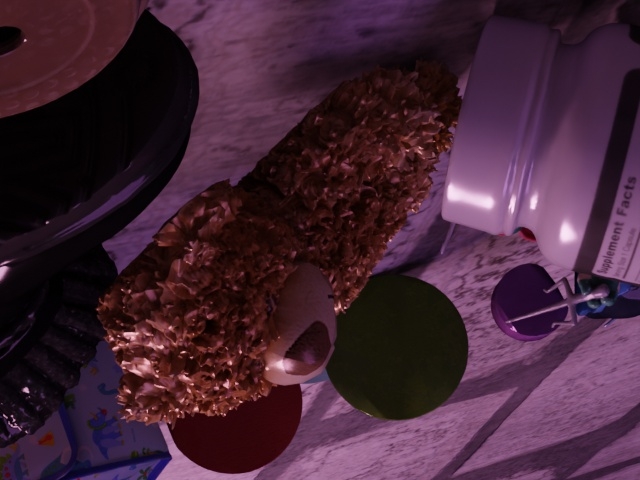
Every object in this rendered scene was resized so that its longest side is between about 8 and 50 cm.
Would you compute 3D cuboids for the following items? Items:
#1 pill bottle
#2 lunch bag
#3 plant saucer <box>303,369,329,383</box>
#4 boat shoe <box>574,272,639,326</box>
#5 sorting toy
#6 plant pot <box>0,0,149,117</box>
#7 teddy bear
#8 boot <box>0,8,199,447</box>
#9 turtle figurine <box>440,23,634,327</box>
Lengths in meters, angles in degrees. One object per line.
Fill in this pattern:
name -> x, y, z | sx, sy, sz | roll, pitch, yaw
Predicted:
pill bottle -> 0.229, -0.046, 0.943 | 0.283, 0.161, 0.161 | 14, 158, 8
lunch bag -> -0.207, 0.138, 1.142 | 0.151, 0.129, 0.096 | -6, 148, -30
plant saucer -> 0.011, 0.107, 1.421 | 0.119, 0.021, 0.119 | -19, 158, -8
boat shoe -> 0.264, 0.032, 1.270 | 0.089, 0.109, 0.258 | 1, -170, 4
sorting toy -> 0.040, 0.111, 1.348 | 0.365, 0.127, 0.126 | -19, 169, -6
plant pot -> -0.147, -0.126, 0.624 | 0.237, 0.110, 0.237 | -20, 157, -9
teddy bear -> 0.000, 0.000, 0.913 | 0.245, 0.113, 0.338 | -46, 177, 16
boot -> -0.172, 0.004, 0.869 | 0.348, 0.131, 0.260 | -26, 156, 18
turtle figurine -> 0.175, -0.047, 1.106 | 0.175, 0.118, 0.234 | 33, 129, -18
